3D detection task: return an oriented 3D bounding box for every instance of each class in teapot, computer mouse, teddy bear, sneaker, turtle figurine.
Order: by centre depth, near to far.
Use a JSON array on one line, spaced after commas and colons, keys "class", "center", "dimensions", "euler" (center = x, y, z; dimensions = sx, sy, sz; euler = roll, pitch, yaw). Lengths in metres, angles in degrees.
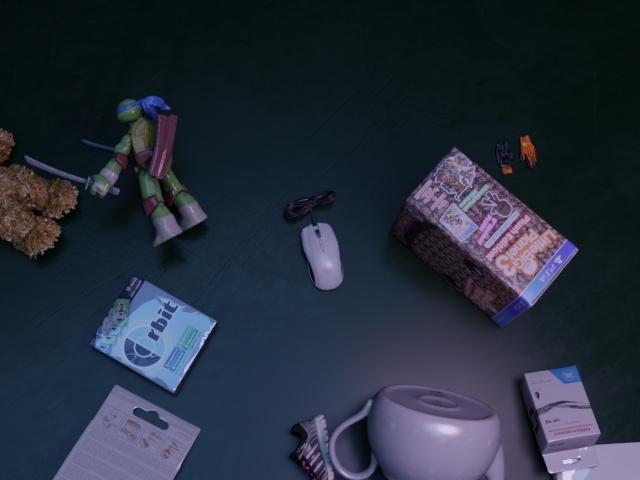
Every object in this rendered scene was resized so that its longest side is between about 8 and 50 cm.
[{"class": "teapot", "center": [0.187, 0.372, 1.837], "dimensions": [0.253, 0.256, 0.187], "euler": [5, 100, -42]}, {"class": "sneaker", "center": [-0.017, 0.404, 1.886], "dimensions": [0.075, 0.063, 0.170], "euler": [-6, 70, -6]}, {"class": "teddy bear", "center": [-0.630, -0.093, 1.952], "dimensions": [0.338, 0.113, 0.245], "euler": [36, 73, 6]}, {"class": "turtle figurine", "center": [-0.355, -0.114, 1.957], "dimensions": [0.275, 0.198, 0.266], "euler": [-29, 94, -1]}, {"class": "computer mouse", "center": [0.000, 0.000, 2.008], "dimensions": [0.106, 0.042, 0.193], "euler": [-14, 76, -9]}]

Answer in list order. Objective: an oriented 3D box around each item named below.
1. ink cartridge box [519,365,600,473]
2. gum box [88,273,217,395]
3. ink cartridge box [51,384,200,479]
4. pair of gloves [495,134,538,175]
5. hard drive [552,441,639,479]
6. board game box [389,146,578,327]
[{"class": "ink cartridge box", "center": [0.446, 0.329, 1.912], "dimensions": [0.104, 0.060, 0.180], "euler": [-8, 55, -7]}, {"class": "gum box", "center": [-0.311, 0.175, 1.937], "dimensions": [0.184, 0.041, 0.157], "euler": [29, 75, 3]}, {"class": "ink cartridge box", "center": [-0.353, 0.406, 1.877], "dimensions": [0.189, 0.066, 0.232], "euler": [27, 53, 4]}, {"class": "pair of gloves", "center": [0.397, -0.172, 2.102], "dimensions": [0.083, 0.010, 0.074], "euler": [-12, 77, -5]}, {"class": "hard drive", "center": [0.556, 0.551, 1.896], "dimensions": [0.233, 0.047, 0.353], "euler": [-2, 75, -5]}, {"class": "board game box", "center": [0.295, 0.000, 1.933], "dimensions": [0.291, 0.232, 0.141], "euler": [41, 77, 7]}]
